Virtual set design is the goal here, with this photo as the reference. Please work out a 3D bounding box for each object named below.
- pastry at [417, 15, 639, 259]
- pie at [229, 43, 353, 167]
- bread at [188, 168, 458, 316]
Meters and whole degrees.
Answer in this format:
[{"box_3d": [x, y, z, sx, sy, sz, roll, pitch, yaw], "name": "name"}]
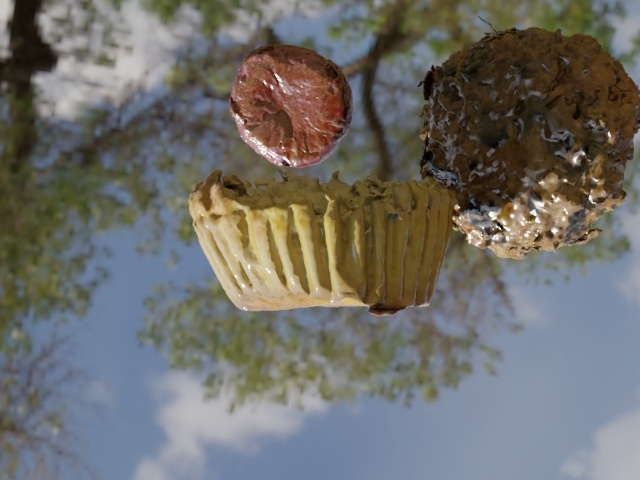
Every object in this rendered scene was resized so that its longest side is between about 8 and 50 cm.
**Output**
[{"box_3d": [0.229, -0.108, 1.792, 0.275, 0.275, 0.193, 28, -156, 24], "name": "pastry"}, {"box_3d": [-0.035, -0.157, 1.944, 0.153, 0.154, 0.038, 18, -167, 6], "name": "pie"}, {"box_3d": [0.000, 0.000, 1.696, 0.274, 0.149, 0.274, 2, 178, 0], "name": "bread"}]
